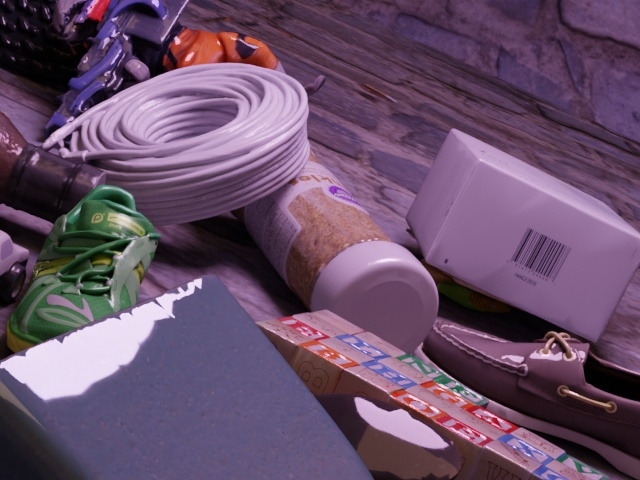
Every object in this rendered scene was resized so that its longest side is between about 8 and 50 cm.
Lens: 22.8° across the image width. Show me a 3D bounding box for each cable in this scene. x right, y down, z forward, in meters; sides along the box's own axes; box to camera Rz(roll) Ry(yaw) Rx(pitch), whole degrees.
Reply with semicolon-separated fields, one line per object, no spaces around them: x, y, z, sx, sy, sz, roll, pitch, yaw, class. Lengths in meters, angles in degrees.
-0.137;-0.104;1.705;0.257;0.089;0.257;9;34;31;cable

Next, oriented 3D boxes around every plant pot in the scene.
-0.085;0.206;0.810;0.252;0.247;0.248;43;22;10;plant pot

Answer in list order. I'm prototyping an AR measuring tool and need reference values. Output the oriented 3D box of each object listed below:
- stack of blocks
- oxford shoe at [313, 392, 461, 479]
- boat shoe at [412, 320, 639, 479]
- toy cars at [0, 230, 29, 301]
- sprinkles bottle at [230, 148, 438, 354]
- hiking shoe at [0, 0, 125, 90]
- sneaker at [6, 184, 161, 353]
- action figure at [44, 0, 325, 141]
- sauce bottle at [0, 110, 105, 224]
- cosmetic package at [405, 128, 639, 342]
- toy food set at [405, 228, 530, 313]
0.082;0.166;1.315;0.297;0.087;0.171;28;10;18;stack of blocks
0.004;0.165;1.226;0.212;0.076;0.076;9;40;12;oxford shoe
0.254;0.147;1.592;0.324;0.097;0.116;24;18;8;boat shoe
-0.388;0.001;1.286;0.393;0.087;0.176;5;24;-42;toy cars
0.000;0.000;1.689;0.121;0.121;0.355;12;20;-28;sprinkles bottle
-0.328;-0.253;2.114;0.304;0.113;0.132;23;-2;-3;hiking shoe
-0.201;0.030;1.362;0.109;0.123;0.295;17;19;-15;sneaker
-0.206;-0.194;1.969;0.330;0.178;0.341;35;63;4;action figure
-0.380;-0.100;1.552;0.344;0.111;0.111;20;18;1;sauce bottle
0.237;-0.012;1.872;0.224;0.138;0.225;25;9;-9;cosmetic package
0.171;0.050;1.896;0.132;0.038;0.192;23;11;-20;toy food set
